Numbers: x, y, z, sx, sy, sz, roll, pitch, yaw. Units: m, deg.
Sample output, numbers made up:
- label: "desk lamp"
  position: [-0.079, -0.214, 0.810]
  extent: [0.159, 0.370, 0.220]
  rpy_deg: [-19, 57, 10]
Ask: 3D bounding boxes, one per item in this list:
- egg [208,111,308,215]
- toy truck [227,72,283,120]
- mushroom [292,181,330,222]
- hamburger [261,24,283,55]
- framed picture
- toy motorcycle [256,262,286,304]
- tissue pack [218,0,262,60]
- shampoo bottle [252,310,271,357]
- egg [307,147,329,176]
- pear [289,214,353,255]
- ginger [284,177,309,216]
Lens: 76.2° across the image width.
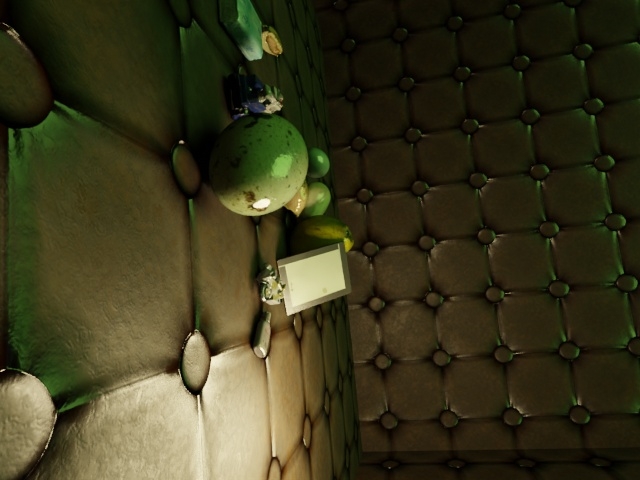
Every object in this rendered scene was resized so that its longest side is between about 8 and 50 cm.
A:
- label: "egg"
  position: [-0.186, -0.227, 1.235]
  extent: [0.287, 0.288, 0.379]
  rpy_deg: [73, 26, -42]
- label: "toy truck"
  position: [-0.229, -0.509, 1.465]
  extent: [0.213, 0.177, 0.160]
  rpy_deg: [2, 80, -78]
- label: "mushroom"
  position: [-0.061, -0.205, 2.132]
  extent: [0.246, 0.202, 0.246]
  rpy_deg: [-46, 162, -19]
- label: "hamburger"
  position: [-0.245, -0.955, 1.918]
  extent: [0.176, 0.087, 0.102]
  rpy_deg: [23, 48, -68]
- label: "framed picture"
  position: [-0.020, 0.166, 1.849]
  extent: [0.016, 0.347, 0.264]
  rpy_deg: [17, -60, 60]
- label: "toy motorcycle"
  position: [-0.189, 0.163, 1.537]
  extent: [0.225, 0.073, 0.152]
  rpy_deg: [42, 39, -72]
- label: "tissue pack"
  position: [-0.296, -0.834, 1.549]
  extent: [0.263, 0.089, 0.177]
  rpy_deg: [22, 64, -77]
- label: "shampoo bottle"
  position: [-0.203, 0.325, 1.444]
  extent: [0.165, 0.040, 0.079]
  rpy_deg: [-85, 163, -47]
- label: "egg"
  position: [-0.034, -0.465, 2.446]
  extent: [0.231, 0.168, 0.167]
  rpy_deg: [40, 44, -68]
- label: "pear"
  position: [0.000, 0.000, 2.001]
  extent: [0.253, 0.308, 0.252]
  rpy_deg: [-13, 90, -72]
- label: "ginger"
  position: [-0.126, -0.247, 1.952]
  extent: [0.138, 0.152, 0.266]
  rpy_deg: [16, 70, -46]
